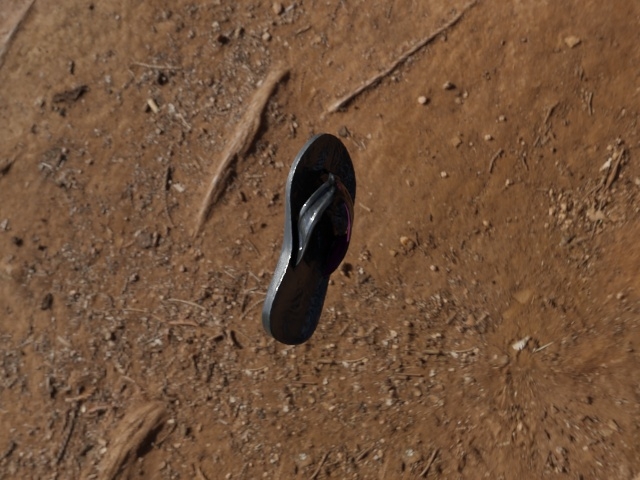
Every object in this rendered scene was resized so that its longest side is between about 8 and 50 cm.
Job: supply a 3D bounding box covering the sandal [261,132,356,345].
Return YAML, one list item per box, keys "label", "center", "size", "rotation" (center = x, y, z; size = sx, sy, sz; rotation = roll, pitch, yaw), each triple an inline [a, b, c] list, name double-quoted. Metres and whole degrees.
- label: "sandal"
  center: [0.002, 0.002, 1.191]
  size: [0.107, 0.167, 0.445]
  rotation: [11, 89, 53]
